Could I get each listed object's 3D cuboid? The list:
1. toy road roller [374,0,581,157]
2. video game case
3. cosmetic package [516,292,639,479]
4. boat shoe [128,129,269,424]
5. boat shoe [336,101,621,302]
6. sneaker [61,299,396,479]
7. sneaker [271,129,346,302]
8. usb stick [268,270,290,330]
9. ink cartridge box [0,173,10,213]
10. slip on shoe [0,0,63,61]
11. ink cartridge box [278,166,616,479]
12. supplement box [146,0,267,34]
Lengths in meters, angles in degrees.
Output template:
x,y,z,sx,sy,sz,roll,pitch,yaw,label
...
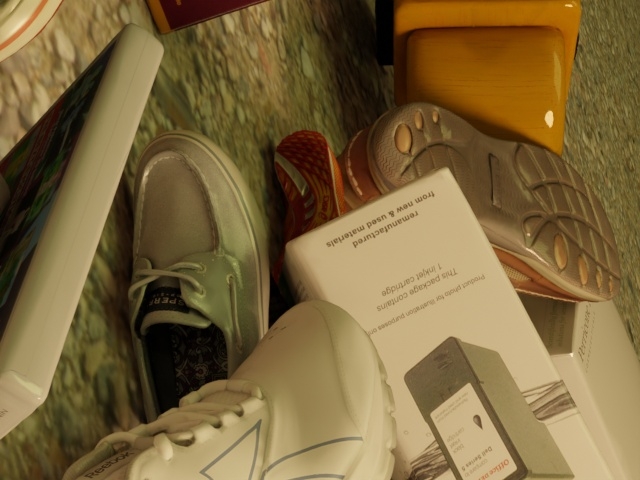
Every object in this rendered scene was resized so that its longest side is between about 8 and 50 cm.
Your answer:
x,y,z,sx,sy,sz,roll,pitch,yaw,label
0.147,-0.201,1.292,0.329,0.203,0.240,85,5,-59,toy road roller
-0.140,0.027,0.590,0.023,0.183,0.201,35,39,-21,video game case
0.243,0.193,1.461,0.197,0.155,0.365,-72,143,-49,cosmetic package
-0.074,0.044,0.869,0.081,0.079,0.227,-1,80,-72,boat shoe
0.134,-0.021,1.248,0.324,0.116,0.123,27,55,-36,boat shoe
-0.058,0.132,0.746,0.129,0.111,0.297,53,47,-25,sneaker
0.000,0.000,1.108,0.067,0.064,0.175,60,27,-57,sneaker
-0.007,0.132,0.942,0.077,0.045,0.278,-10,71,-60,usb stick
-0.233,-0.006,0.454,0.278,0.117,0.201,-73,143,-53,ink cartridge box
-0.143,-0.184,0.805,0.331,0.123,0.101,-83,155,-52,slip on shoe
0.083,0.112,0.945,0.272,0.115,0.198,63,-7,6,ink cartridge box
-0.026,-0.215,1.001,0.080,0.188,0.104,69,22,-16,supplement box
